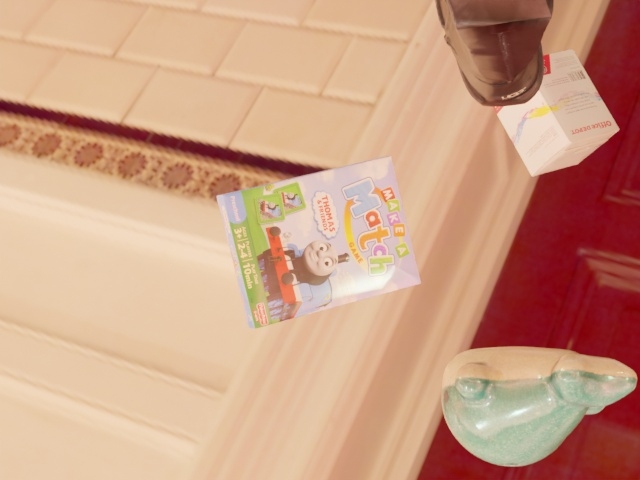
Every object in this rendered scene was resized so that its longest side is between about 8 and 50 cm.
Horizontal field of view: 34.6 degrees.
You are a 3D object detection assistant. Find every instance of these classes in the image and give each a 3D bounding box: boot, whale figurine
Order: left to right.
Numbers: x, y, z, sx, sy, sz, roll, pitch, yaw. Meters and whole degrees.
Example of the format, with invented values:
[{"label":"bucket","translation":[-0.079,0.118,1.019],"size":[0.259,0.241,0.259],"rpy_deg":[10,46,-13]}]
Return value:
[{"label":"boot","translation":[0.159,-0.349,1.134],"size":[0.146,0.367,0.445],"rpy_deg":[-22,173,12]},{"label":"whale figurine","translation":[0.261,0.202,1.251],"size":[0.216,0.141,0.272],"rpy_deg":[11,164,-23]}]

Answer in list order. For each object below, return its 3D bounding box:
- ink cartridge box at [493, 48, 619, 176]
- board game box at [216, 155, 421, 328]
[{"label":"ink cartridge box","translation":[0.412,-0.225,1.826],"size":[0.176,0.128,0.127],"rpy_deg":[65,148,16]},{"label":"board game box","translation":[0.000,0.000,1.210],"size":[0.039,0.212,0.160],"rpy_deg":[176,80,-73]}]
